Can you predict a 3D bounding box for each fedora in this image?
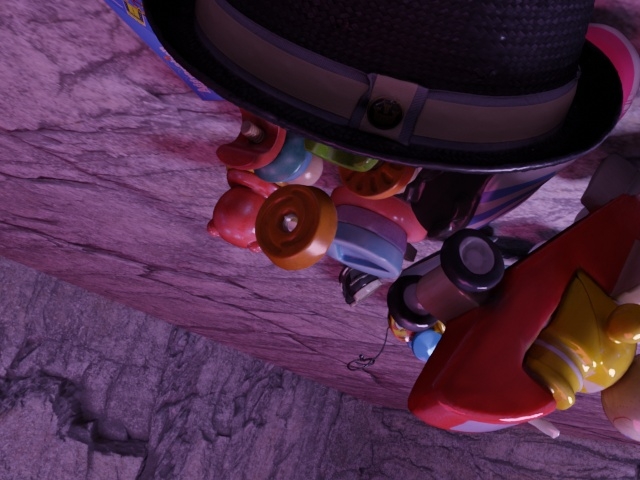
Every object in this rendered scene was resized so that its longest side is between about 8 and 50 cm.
[{"bbox_3d":[0.057,-0.186,0.504,0.334,0.334,0.152,15,130,-1],"label":"fedora"}]

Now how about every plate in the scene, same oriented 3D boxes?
[{"bbox_3d":[0.187,0.029,1.210,0.188,0.024,0.188,-26,178,-1],"label":"plate"}]

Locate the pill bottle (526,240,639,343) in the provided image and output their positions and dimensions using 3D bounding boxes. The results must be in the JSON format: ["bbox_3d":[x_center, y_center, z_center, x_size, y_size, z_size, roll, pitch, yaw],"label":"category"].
[{"bbox_3d":[0.411,0.074,1.171,0.215,0.117,0.117,21,162,-22],"label":"pill bottle"}]

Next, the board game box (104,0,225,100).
[{"bbox_3d":[-0.133,-0.228,0.808,0.145,0.027,0.281,4,161,26],"label":"board game box"}]

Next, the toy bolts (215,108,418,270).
[{"bbox_3d":[-0.008,-0.069,0.959,0.228,0.218,0.158,25,178,35],"label":"toy bolts"}]

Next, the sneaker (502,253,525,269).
[{"bbox_3d":[0.334,0.093,1.310,0.107,0.110,0.275,7,161,24],"label":"sneaker"}]

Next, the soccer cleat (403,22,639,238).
[{"bbox_3d":[0.211,-0.113,0.795,0.143,0.116,0.331,-23,168,-33],"label":"soccer cleat"}]

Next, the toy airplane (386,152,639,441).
[{"bbox_3d":[0.291,0.070,0.799,0.384,0.272,0.386,-35,169,14],"label":"toy airplane"}]

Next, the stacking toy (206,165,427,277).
[{"bbox_3d":[0.000,0.000,1.181,0.309,0.130,0.279,18,167,20],"label":"stacking toy"}]

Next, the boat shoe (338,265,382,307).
[{"bbox_3d":[0.077,0.085,1.591,0.079,0.084,0.233,51,174,9],"label":"boat shoe"}]

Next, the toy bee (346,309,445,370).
[{"bbox_3d":[0.209,0.173,1.633,0.298,0.162,0.195,-12,-169,-24],"label":"toy bee"}]
